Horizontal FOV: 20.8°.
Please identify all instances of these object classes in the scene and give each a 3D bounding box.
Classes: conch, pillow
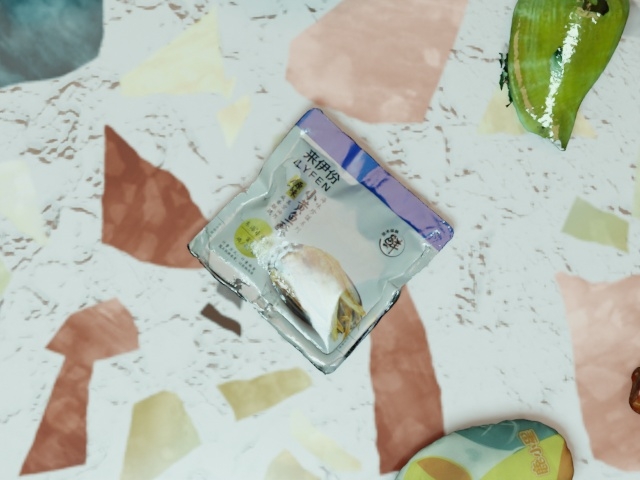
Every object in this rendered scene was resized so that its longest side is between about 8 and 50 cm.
[{"bbox_3d":[0.214,-0.187,1.513,0.095,0.079,0.201,28,96,20],"label":"conch"},{"bbox_3d":[0.158,0.270,1.484,0.214,0.086,0.233,-36,85,-13],"label":"pillow"}]

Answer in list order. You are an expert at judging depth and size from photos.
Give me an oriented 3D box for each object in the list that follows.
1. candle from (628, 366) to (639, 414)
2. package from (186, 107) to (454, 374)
[{"bbox_3d":[0.344,0.153,1.502,0.162,0.048,0.053,19,116,-1],"label":"candle"},{"bbox_3d":[0.000,0.000,1.519,0.171,0.027,0.173,41,91,2],"label":"package"}]
